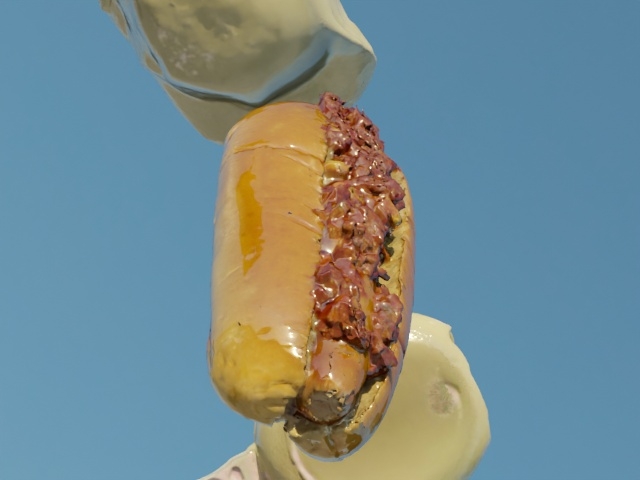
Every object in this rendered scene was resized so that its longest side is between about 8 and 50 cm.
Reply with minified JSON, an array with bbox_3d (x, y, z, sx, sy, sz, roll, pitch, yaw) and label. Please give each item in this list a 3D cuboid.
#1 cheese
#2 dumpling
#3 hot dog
[{"bbox_3d":[-0.003,0.135,1.254,0.137,0.227,0.064,63,-4,4],"label":"cheese"},{"bbox_3d":[-0.074,-0.168,1.343,0.162,0.132,0.250,-34,-71,25],"label":"dumpling"},{"bbox_3d":[0.000,0.000,0.885,0.102,0.249,0.076,30,-62,-14],"label":"hot dog"}]
